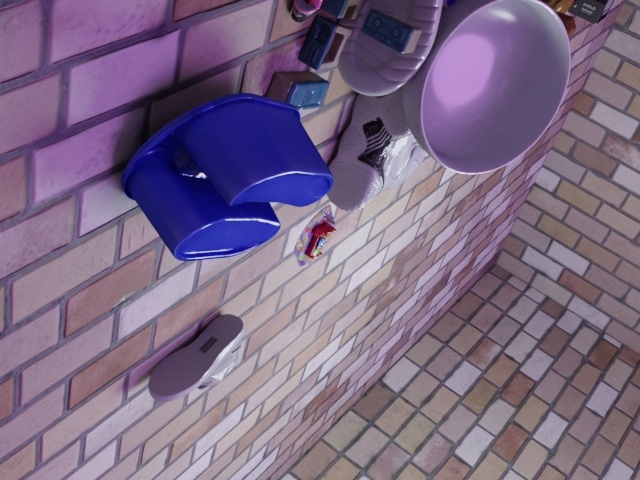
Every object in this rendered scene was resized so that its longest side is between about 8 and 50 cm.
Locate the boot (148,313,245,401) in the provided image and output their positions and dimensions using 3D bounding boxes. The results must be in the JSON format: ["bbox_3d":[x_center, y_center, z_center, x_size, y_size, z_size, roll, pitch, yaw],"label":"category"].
[{"bbox_3d":[-0.240,0.263,1.724,0.258,0.095,0.123,-39,148,-42],"label":"boot"}]

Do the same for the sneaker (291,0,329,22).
[{"bbox_3d":[-0.005,-0.381,1.352,0.119,0.047,0.057,-43,176,-29],"label":"sneaker"}]

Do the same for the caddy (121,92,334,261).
[{"bbox_3d":[-0.138,-0.104,1.276,0.241,0.179,0.341,-37,167,20],"label":"caddy"}]

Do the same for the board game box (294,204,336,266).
[{"bbox_3d":[0.000,0.000,1.972,0.133,0.033,0.168,-50,160,-16],"label":"board game box"}]

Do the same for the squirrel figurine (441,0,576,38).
[{"bbox_3d":[0.369,-0.460,1.868,0.397,0.281,0.370,-51,176,31],"label":"squirrel figurine"}]

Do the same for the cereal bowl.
[{"bbox_3d":[0.288,-0.302,1.603,0.339,0.141,0.338,-15,125,-23],"label":"cereal bowl"}]

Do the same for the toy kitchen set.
[{"bbox_3d":[0.040,-0.284,1.408,0.122,0.166,0.207,-22,141,-59],"label":"toy kitchen set"}]

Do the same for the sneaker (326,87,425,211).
[{"bbox_3d":[0.151,-0.235,1.813,0.210,0.137,0.365,-27,150,-57],"label":"sneaker"}]

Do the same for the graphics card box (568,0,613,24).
[{"bbox_3d":[0.635,-0.725,2.019,0.094,0.233,0.371,-40,156,-48],"label":"graphics card box"}]

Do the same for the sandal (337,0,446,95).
[{"bbox_3d":[0.149,-0.430,1.441,0.102,0.169,0.416,-39,155,-51],"label":"sandal"}]

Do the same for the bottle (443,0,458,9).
[{"bbox_3d":[0.227,-0.514,1.534,0.283,0.092,0.118,45,37,-55],"label":"bottle"}]
